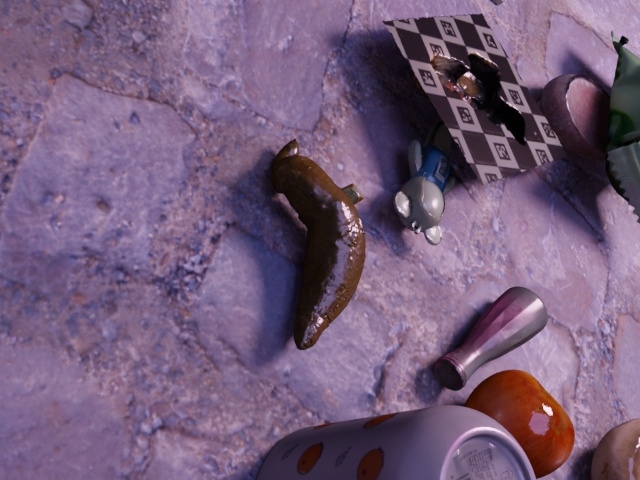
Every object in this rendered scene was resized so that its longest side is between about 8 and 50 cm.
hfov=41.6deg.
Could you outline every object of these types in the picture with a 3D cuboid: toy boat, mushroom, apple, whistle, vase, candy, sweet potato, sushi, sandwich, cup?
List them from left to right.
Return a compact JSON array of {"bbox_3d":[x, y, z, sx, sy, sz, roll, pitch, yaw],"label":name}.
[{"bbox_3d":[0.003,-0.002,1.182,0.124,0.098,0.310,-4,77,-15],"label":"sweet potato"},{"bbox_3d":[0.042,-0.066,1.266,0.083,0.044,0.031,-34,90,-41],"label":"sandwich"},{"bbox_3d":[0.087,0.309,0.987,0.212,0.317,0.212,12,67,-31],"label":"cup"},{"bbox_3d":[0.171,-0.101,1.356,0.114,0.077,0.236,39,49,-25],"label":"whistle"},{"bbox_3d":[0.259,-0.239,1.467,0.339,0.068,0.320,-21,78,-49],"label":"sushi"},{"bbox_3d":[0.265,0.157,1.327,0.214,0.086,0.086,-32,93,-34],"label":"vase"},{"bbox_3d":[0.290,0.276,1.251,0.139,0.163,0.163,-42,98,8],"label":"apple"},{"bbox_3d":[0.500,-0.239,1.649,0.227,0.085,0.155,20,71,-42],"label":"toy boat"},{"bbox_3d":[0.630,-0.220,1.633,0.263,0.171,0.398,58,28,-35],"label":"candy"},{"bbox_3d":[0.557,0.391,1.364,0.207,0.215,0.207,8,72,-25],"label":"mushroom"}]

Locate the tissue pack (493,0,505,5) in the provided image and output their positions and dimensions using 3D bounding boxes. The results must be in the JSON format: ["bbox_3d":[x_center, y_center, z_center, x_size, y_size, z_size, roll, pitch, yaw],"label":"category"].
[{"bbox_3d":[0.322,-0.511,1.640,0.108,0.023,0.056,31,58,-24],"label":"tissue pack"}]
